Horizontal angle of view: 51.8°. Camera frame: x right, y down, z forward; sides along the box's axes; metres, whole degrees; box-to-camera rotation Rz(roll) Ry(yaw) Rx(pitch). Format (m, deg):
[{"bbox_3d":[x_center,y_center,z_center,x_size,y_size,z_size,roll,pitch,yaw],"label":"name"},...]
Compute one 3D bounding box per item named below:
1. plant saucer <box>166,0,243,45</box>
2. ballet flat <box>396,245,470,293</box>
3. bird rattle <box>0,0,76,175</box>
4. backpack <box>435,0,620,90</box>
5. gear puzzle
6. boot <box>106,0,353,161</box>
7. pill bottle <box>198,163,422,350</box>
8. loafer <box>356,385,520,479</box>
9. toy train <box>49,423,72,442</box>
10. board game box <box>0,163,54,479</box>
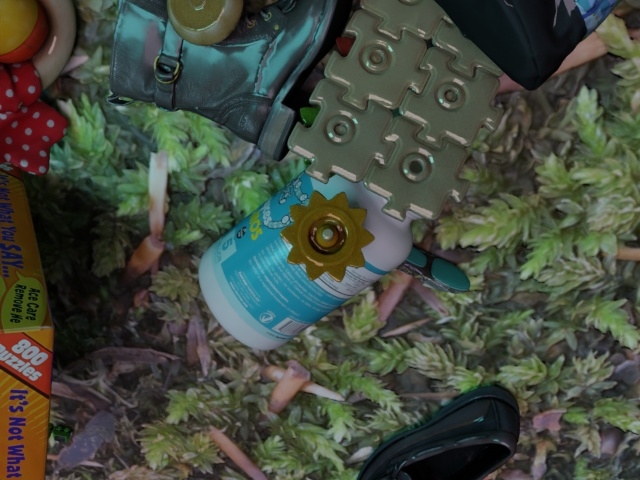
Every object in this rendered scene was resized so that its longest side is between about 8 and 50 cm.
[{"bbox_3d":[-0.115,-0.231,0.635,0.083,0.015,0.084,2,98,17],"label":"plant saucer"},{"bbox_3d":[0.126,0.035,0.801,0.114,0.041,0.041,29,116,-6],"label":"ballet flat"},{"bbox_3d":[-0.333,-0.191,0.673,0.207,0.143,0.253,-51,144,-3],"label":"bird rattle"},{"bbox_3d":[0.215,-0.346,0.493,0.355,0.273,0.290,-40,88,2],"label":"backpack"},{"bbox_3d":[0.070,-0.108,0.636,0.175,0.044,0.339,26,80,0],"label":"gear puzzle"},{"bbox_3d":[-0.102,-0.223,0.675,0.228,0.091,0.263,26,110,4],"label":"boot"},{"bbox_3d":[0.000,0.000,0.735,0.264,0.146,0.146,-37,106,21],"label":"pill bottle"},{"bbox_3d":[0.147,0.316,0.899,0.109,0.095,0.302,38,115,-11],"label":"loafer"},{"bbox_3d":[-0.421,0.292,1.005,0.083,0.024,0.017,8,117,3],"label":"toy train"},{"bbox_3d":[-0.493,0.135,0.678,0.356,0.356,0.356,-1,122,-29],"label":"board game box"}]
